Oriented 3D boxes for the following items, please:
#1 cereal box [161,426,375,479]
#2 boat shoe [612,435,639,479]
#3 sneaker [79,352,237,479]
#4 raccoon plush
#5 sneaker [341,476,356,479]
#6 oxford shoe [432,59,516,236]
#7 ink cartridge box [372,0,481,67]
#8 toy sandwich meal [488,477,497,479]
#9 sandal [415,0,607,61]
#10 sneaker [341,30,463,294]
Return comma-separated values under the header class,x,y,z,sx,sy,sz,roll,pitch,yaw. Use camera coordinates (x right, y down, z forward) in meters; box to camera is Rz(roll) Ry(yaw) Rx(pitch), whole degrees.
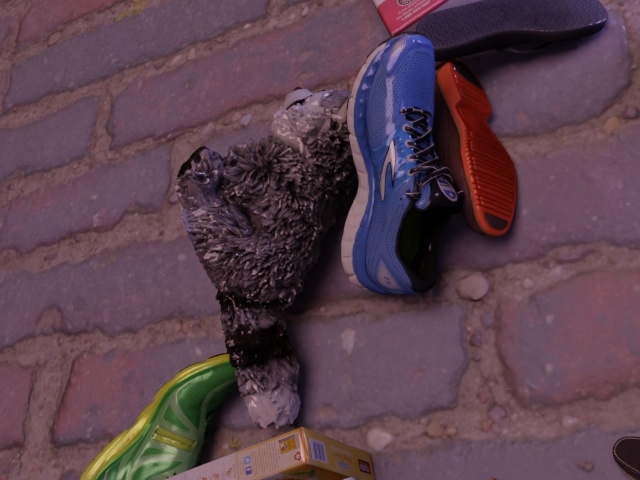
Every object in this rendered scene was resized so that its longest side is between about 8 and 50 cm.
class,x,y,z,sx,sy,sz,roll,pitch,yaw
cereal box,-0.077,0.296,0.905,0.240,0.173,0.047,-24,57,19
boat shoe,0.342,0.217,0.728,0.056,0.049,0.152,-50,23,-16
sneaker,-0.199,0.276,1.053,0.123,0.109,0.295,43,90,13
raccoon plush,0.000,0.000,1.049,0.299,0.216,0.446,-19,87,7
sneaker,0.029,0.391,0.781,0.169,0.108,0.293,41,131,35
oxford shoe,0.186,-0.111,1.008,0.098,0.097,0.271,-36,47,38
ink cartridge box,0.165,-0.421,1.141,0.207,0.117,0.283,-32,55,16
toy sandwich meal,0.173,0.304,0.835,0.085,0.029,0.086,-14,61,26
sandal,0.256,-0.292,1.032,0.254,0.054,0.097,-7,59,5
sneaker,0.118,-0.089,0.937,0.147,0.129,0.330,14,106,50
